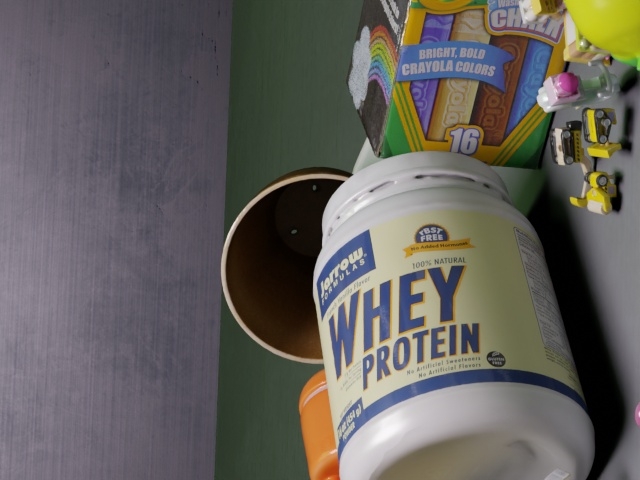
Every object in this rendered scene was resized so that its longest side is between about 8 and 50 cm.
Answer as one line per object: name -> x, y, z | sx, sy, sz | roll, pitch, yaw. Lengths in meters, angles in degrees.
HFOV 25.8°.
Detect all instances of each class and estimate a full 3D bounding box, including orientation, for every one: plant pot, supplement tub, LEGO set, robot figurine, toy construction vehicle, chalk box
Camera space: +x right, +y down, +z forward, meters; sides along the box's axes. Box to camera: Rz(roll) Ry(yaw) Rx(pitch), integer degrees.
plant pot -> 0.000, 0.000, 1.779 | 0.254, 0.237, 0.237 | -91, 7, -73
supplement tub -> 0.118, 0.097, 1.355 | 0.235, 0.235, 0.324 | 108, 159, -47
LEGO set -> 0.216, -0.264, 1.247 | 0.287, 0.132, 0.107 | 68, 156, 8
robot figurine -> 0.040, 0.257, 1.881 | 0.158, 0.128, 0.219 | 77, -179, -46
toy construction vehicle -> 0.249, -0.076, 1.277 | 0.086, 0.035, 0.098 | -165, 64, -67
chalk box -> 0.151, -0.242, 1.423 | 0.180, 0.179, 0.289 | -106, 24, -55

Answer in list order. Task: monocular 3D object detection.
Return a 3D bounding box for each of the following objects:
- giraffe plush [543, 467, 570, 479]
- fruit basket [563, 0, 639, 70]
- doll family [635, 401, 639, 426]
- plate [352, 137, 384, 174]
giraffe plush -> 0.171, 0.326, 1.214 | 0.170, 0.210, 0.181 | 57, 178, -16
fruit basket -> 0.238, -0.337, 1.070 | 0.392, 0.283, 0.392 | 48, 171, 10
doll family -> 0.280, 0.205, 0.994 | 0.163, 0.118, 0.263 | 171, 119, -82
plate -> 0.092, -0.054, 1.898 | 0.278, 0.045, 0.277 | 114, 155, -54
